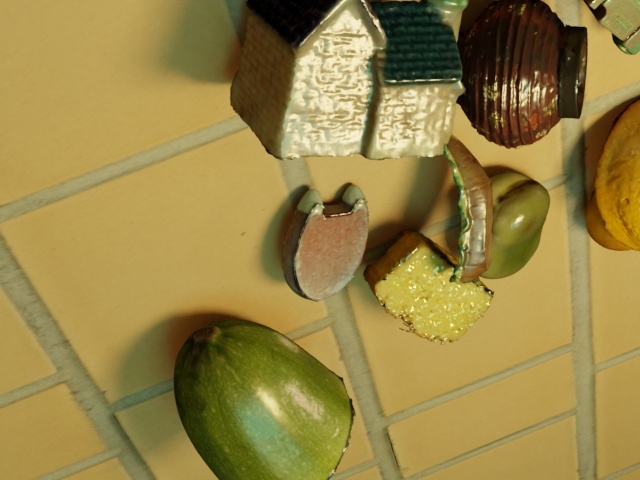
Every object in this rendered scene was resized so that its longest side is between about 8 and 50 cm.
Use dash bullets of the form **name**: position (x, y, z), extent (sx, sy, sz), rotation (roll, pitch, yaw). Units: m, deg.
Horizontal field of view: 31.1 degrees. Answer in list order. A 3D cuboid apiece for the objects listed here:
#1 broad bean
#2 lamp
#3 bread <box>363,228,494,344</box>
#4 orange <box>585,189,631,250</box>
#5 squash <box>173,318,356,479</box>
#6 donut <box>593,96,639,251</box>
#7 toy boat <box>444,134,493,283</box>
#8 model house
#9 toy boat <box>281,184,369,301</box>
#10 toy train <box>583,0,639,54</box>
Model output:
- **broad bean**: position (0.343, -0.027, 2.109), extent (0.189, 0.121, 0.263), rotation (-40, 157, -18)
- **lamp**: position (0.293, -0.259, 1.764), extent (0.247, 0.247, 0.247), rotation (-13, 138, -13)
- **bread**: position (0.184, 0.073, 2.119), extent (0.261, 0.147, 0.160), rotation (29, 109, -35)
- **orange**: position (0.581, -0.052, 2.192), extent (0.155, 0.134, 0.154), rotation (-12, 161, -4)
- **squash**: position (-0.139, 0.293, 2.078), extent (0.310, 0.310, 0.309), rotation (-33, 137, 10)
- **donut**: position (0.636, -0.117, 2.058), extent (0.303, 0.110, 0.302), rotation (-6, 105, -25)
- **toy boat**: position (0.246, -0.063, 1.959), extent (0.099, 0.108, 0.292), rotation (-3, 110, 19)
- **model house**: position (0.053, -0.278, 1.624), extent (0.299, 0.243, 0.284), rotation (-6, 128, -26)
- **toy boat**: position (0.000, 0.000, 2.013), extent (0.155, 0.085, 0.227), rotation (-9, 126, -29)
- **toy train**: position (0.549, -0.425, 1.771), extent (0.221, 0.150, 0.304), rotation (28, 119, -35)
